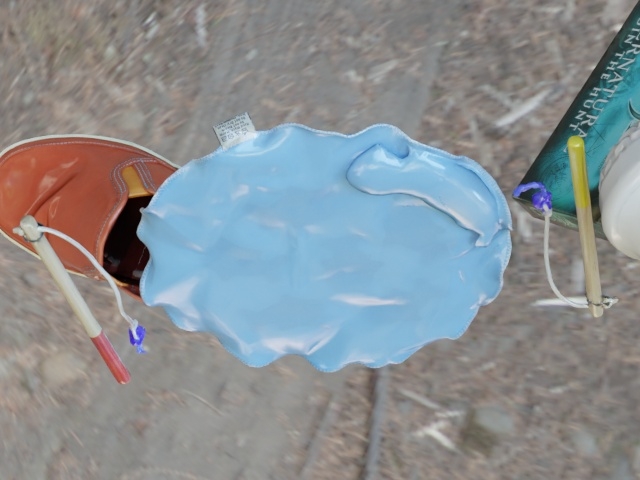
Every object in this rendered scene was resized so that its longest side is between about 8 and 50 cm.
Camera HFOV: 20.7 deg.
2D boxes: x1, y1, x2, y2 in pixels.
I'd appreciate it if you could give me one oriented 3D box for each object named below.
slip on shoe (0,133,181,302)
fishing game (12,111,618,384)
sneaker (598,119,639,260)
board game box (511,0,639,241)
[{"bbox_3d":[-0.156,-0.012,1.415,0.331,0.101,0.123,21,98,32],"label":"slip on shoe"},{"bbox_3d":[0.000,0.000,0.829,0.264,0.189,0.041,-10,51,12],"label":"fishing game"},{"bbox_3d":[0.287,0.057,0.700,0.365,0.137,0.210,13,52,2],"label":"sneaker"},{"bbox_3d":[0.200,-0.082,0.975,0.026,0.126,0.186,39,80,-34],"label":"board game box"}]
